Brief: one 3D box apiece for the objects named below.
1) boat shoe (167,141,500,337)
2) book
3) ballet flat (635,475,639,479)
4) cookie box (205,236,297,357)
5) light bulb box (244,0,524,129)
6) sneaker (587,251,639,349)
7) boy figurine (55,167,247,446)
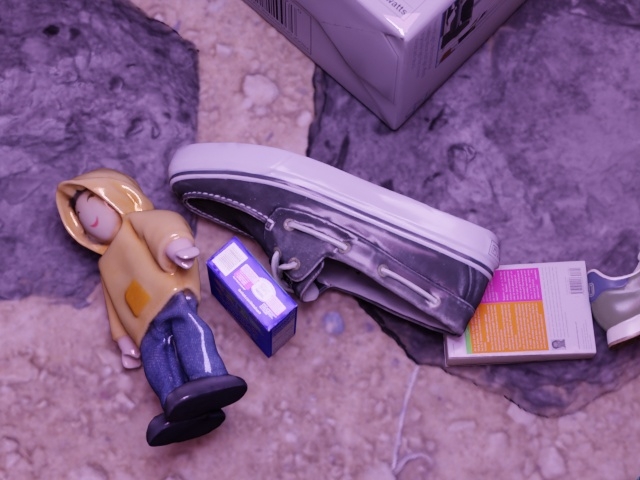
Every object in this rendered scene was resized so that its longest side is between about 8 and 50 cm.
[{"bbox_3d":[0.000,0.000,1.421,0.335,0.121,0.119,17,73,11],"label":"boat shoe"},{"bbox_3d":[0.191,0.070,1.457,0.144,0.035,0.096,-2,70,-1],"label":"book"},{"bbox_3d":[0.383,0.253,1.377,0.203,0.074,0.074,13,74,6],"label":"ballet flat"},{"bbox_3d":[-0.065,0.055,1.420,0.040,0.107,0.092,-40,78,-13],"label":"cookie box"},{"bbox_3d":[0.072,-0.378,1.489,0.358,0.225,0.361,43,77,12],"label":"light bulb box"},{"bbox_3d":[0.347,0.030,1.450,0.192,0.064,0.086,-23,75,-9],"label":"sneaker"},{"bbox_3d":[-0.161,0.041,1.396,0.092,0.177,0.285,-10,63,-35],"label":"boy figurine"}]
